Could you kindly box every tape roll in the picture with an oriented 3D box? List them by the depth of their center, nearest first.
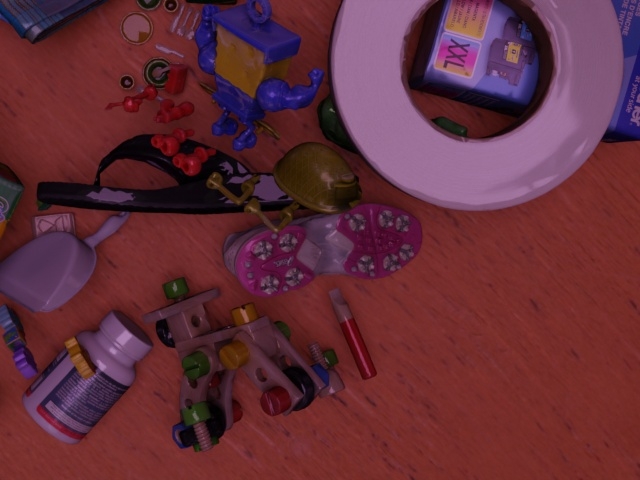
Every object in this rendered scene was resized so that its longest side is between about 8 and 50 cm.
[{"bbox_3d":[0.202,-0.233,1.378,0.392,0.072,0.391,0,96,-4],"label":"tape roll"}]

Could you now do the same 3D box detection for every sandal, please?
[{"bbox_3d":[-0.168,-0.093,1.468,0.446,0.167,0.107,-2,88,-14],"label":"sandal"}]

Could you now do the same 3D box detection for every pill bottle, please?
[{"bbox_3d":[-0.328,0.192,1.495,0.108,0.108,0.180,43,91,-7],"label":"pill bottle"}]

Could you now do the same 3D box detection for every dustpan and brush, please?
[{"bbox_3d":[-0.352,0.018,1.473,0.211,0.147,0.060,-51,138,-20],"label":"dustpan and brush"}]

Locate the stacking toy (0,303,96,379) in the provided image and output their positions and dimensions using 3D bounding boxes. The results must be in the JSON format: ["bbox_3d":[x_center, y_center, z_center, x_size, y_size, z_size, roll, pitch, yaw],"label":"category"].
[{"bbox_3d":[-0.422,0.141,1.462,0.167,0.052,0.221,-29,51,-3],"label":"stacking toy"}]

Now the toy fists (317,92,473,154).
[{"bbox_3d":[0.128,-0.143,1.489,0.279,0.142,0.096,24,92,-7],"label":"toy fists"}]

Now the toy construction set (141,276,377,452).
[{"bbox_3d":[-0.101,0.137,1.473,0.309,0.257,0.237,-19,83,-23],"label":"toy construction set"}]

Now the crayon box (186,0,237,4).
[{"bbox_3d":[-0.145,-0.474,1.427,0.081,0.165,0.278,3,94,-5],"label":"crayon box"}]

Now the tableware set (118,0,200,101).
[{"bbox_3d":[-0.245,-0.285,1.505,0.104,0.024,0.154,23,93,-6],"label":"tableware set"}]

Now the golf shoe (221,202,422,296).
[{"bbox_3d":[0.000,0.000,1.509,0.306,0.140,0.115,-7,104,-28],"label":"golf shoe"}]

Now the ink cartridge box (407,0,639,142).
[{"bbox_3d":[0.354,-0.301,1.495,0.396,0.151,0.269,14,93,-7],"label":"ink cartridge box"}]

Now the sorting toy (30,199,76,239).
[{"bbox_3d":[-0.389,-0.023,1.520,0.062,0.012,0.083,-6,95,-7],"label":"sorting toy"}]

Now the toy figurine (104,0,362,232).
[{"bbox_3d":[-0.094,-0.202,1.342,0.362,0.191,0.217,37,127,30],"label":"toy figurine"}]

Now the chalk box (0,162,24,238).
[{"bbox_3d":[-0.520,-0.051,1.403,0.179,0.180,0.288,26,93,-26],"label":"chalk box"}]

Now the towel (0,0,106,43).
[{"bbox_3d":[-0.403,-0.474,1.413,0.271,0.040,0.370,-40,97,-29],"label":"towel"}]

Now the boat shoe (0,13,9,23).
[{"bbox_3d":[-0.480,-0.391,1.434,0.258,0.109,0.089,39,95,-9],"label":"boat shoe"}]
